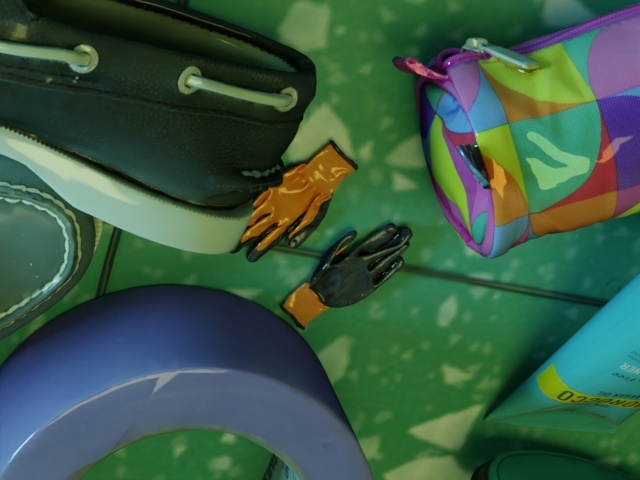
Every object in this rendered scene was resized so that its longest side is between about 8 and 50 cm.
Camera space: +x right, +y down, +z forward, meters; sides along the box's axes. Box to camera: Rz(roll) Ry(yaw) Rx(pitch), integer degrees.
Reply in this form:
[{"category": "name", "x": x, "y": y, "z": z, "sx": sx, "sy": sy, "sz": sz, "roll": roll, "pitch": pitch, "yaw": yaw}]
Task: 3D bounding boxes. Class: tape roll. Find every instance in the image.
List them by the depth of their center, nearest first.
[{"category": "tape roll", "x": -0.073, "y": 0.122, "z": 0.697, "sx": 0.188, "sy": 0.080, "sz": 0.189, "roll": -7, "pitch": 119, "yaw": -13}]

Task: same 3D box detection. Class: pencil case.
[{"category": "pencil case", "x": 0.157, "y": -0.067, "z": 0.655, "sx": 0.236, "sy": 0.104, "sz": 0.104, "roll": -17, "pitch": 120, "yaw": -8}]

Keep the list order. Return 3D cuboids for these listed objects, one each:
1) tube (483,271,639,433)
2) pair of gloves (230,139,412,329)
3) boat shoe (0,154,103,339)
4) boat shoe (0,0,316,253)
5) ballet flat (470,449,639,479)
[{"category": "tube", "x": 0.161, "y": 0.047, "z": 0.707, "sx": 0.080, "sy": 0.052, "sz": 0.207, "roll": 12, "pitch": 145, "yaw": -17}, {"category": "pair of gloves", "x": 0.000, "y": 0.000, "z": 0.694, "sx": 0.074, "sy": 0.010, "sz": 0.083, "roll": -38, "pitch": 121, "yaw": 5}, {"category": "boat shoe", "x": -0.240, "y": 0.045, "z": 0.598, "sx": 0.319, "sy": 0.099, "sz": 0.116, "roll": -16, "pitch": 119, "yaw": -7}, {"category": "boat shoe", "x": -0.138, "y": -0.088, "z": 0.558, "sx": 0.302, "sy": 0.114, "sz": 0.091, "roll": 19, "pitch": 111, "yaw": -36}, {"category": "ballet flat", "x": 0.193, "y": 0.187, "z": 0.801, "sx": 0.280, "sy": 0.095, "sz": 0.096, "roll": 13, "pitch": 124, "yaw": -21}]
